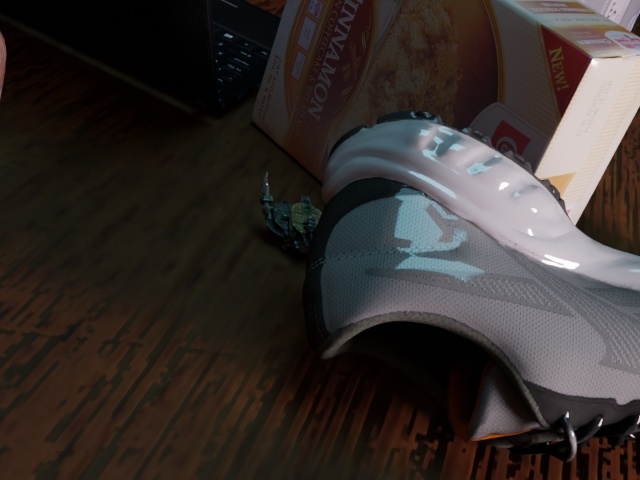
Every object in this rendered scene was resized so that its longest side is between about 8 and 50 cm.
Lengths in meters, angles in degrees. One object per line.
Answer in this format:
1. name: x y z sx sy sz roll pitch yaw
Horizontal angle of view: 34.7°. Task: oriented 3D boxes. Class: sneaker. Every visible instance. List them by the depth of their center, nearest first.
1. sneaker: 0.114 0.053 0.429 0.271 0.100 0.108 24 60 -7

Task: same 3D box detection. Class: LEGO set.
1. LEGO set: -0.001 0.002 0.496 0.054 0.023 0.083 -13 58 -41

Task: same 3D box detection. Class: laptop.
1. laptop: -0.127 -0.188 0.600 0.234 0.136 0.264 28 31 9

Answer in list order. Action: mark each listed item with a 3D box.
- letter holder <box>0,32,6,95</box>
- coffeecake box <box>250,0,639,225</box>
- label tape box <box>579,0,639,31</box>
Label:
1. letter holder: -0.259 -0.100 0.299 0.302 0.214 0.152 -1 37 -34
2. coffeecake box: 0.059 -0.078 0.534 0.068 0.142 0.185 -12 44 -43
3. label tape box: 0.119 -0.230 0.850 0.249 0.115 0.348 32 34 18
